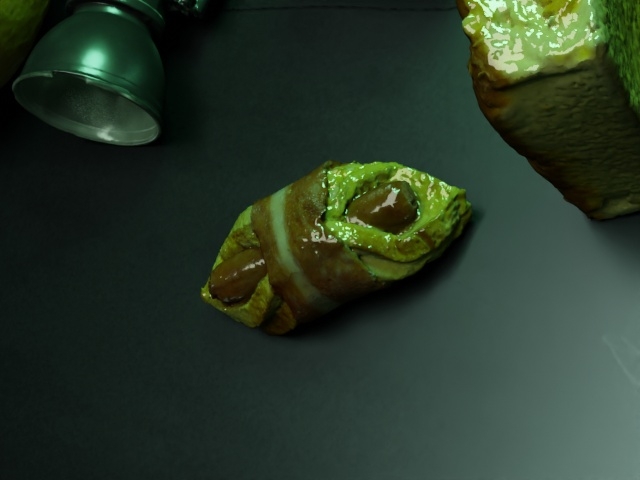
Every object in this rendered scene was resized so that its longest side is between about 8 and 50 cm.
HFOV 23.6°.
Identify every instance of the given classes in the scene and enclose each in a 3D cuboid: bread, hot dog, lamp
[{"bbox_3d":[0.187,-0.143,1.142,0.114,0.275,0.184,-15,66,20],"label":"bread"},{"bbox_3d":[-0.001,0.001,1.302,0.262,0.093,0.123,-29,61,17],"label":"hot dog"},{"bbox_3d":[-0.185,-0.222,1.467,0.172,0.147,0.227,10,71,15],"label":"lamp"}]

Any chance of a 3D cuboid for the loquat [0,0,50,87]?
[{"bbox_3d":[-0.421,-0.274,1.504,0.329,0.328,0.328,-10,68,26],"label":"loquat"}]
